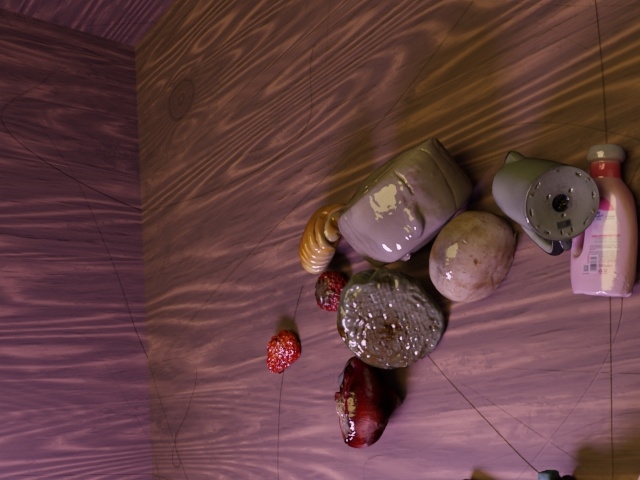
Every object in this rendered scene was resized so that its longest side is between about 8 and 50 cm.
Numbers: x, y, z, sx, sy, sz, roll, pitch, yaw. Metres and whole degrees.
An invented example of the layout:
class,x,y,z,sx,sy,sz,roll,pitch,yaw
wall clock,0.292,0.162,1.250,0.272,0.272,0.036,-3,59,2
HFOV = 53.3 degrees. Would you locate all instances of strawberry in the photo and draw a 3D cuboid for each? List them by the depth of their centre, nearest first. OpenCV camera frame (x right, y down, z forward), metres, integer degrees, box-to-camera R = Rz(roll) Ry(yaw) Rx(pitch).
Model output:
class,x,y,z,sx,sy,sz,roll,pitch,yaw
strawberry,0.036,0.170,2.110,0.145,0.086,0.145,-12,74,50
strawberry,-0.147,0.411,2.305,0.121,0.082,0.188,51,120,37

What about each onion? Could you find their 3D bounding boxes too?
class,x,y,z,sx,sy,sz,roll,pitch,yaw
onion,0.144,0.478,1.894,0.272,0.195,0.272,-175,90,-86

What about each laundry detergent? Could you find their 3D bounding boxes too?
class,x,y,z,sx,sy,sz,roll,pitch,yaw
laundry detergent,0.631,-0.044,1.420,0.159,0.087,0.335,-5,80,59

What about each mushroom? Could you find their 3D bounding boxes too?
class,x,y,z,sx,sy,sz,roll,pitch,yaw
mushroom,0.365,0.032,1.652,0.195,0.189,0.254,38,110,43

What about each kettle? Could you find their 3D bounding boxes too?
class,x,y,z,sx,sy,sz,roll,pitch,yaw
kettle,0.506,-0.080,1.471,0.255,0.165,0.240,-117,9,-76

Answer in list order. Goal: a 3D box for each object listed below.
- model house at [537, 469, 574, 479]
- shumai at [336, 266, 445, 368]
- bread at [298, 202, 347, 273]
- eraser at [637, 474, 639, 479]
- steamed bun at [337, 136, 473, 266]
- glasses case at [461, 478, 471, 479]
class,x,y,z,sx,sy,sz,roll,pitch,yaw
model house,0.463,0.648,1.383,0.230,0.280,0.249,-23,74,45
shumai,0.190,0.192,1.872,0.263,0.303,0.309,-100,12,-70
bread,0.000,0.000,2.047,0.311,0.121,0.173,114,180,-66
eraser,0.702,0.416,1.234,0.078,0.144,0.344,31,110,46
steamed bun,0.213,-0.085,1.725,0.383,0.236,0.247,-40,90,23
glasses case,0.428,0.672,1.603,0.194,0.049,0.073,19,101,50
